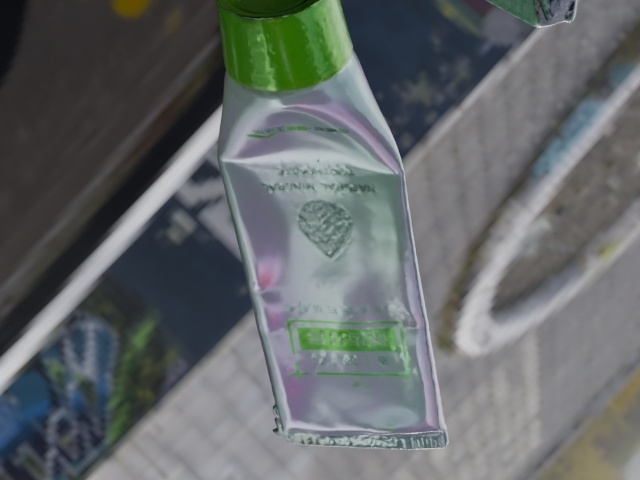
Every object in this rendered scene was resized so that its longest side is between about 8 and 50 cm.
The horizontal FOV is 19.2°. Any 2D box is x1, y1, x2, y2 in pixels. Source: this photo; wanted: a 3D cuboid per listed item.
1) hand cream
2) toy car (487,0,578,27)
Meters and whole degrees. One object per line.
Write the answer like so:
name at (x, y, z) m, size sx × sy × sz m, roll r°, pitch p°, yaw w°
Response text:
hand cream at (0.000, -0.001, 0.851) m, size 0.050 × 0.079 × 0.275 m, roll -45°, pitch 140°, yaw -34°
toy car at (0.069, -0.278, 1.378) m, size 0.097 × 0.320 × 0.141 m, roll -23°, pitch 133°, yaw -32°
